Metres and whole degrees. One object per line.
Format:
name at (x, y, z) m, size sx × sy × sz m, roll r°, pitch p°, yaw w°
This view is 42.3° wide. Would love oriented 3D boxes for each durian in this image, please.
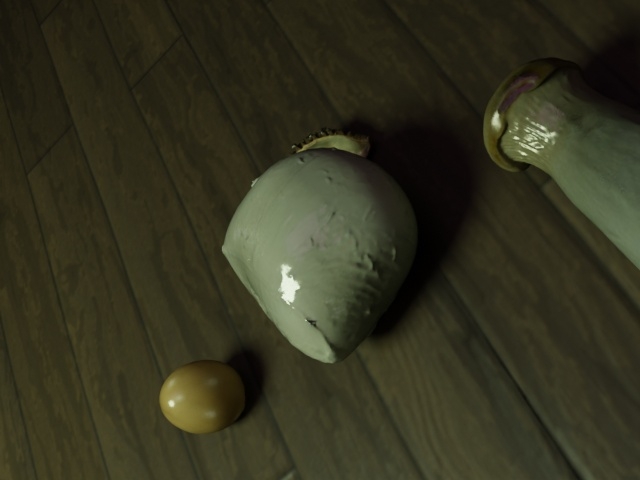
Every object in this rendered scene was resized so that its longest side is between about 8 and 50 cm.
durian at (-0.002, -0.084, 0.929) m, size 0.130 × 0.052 × 0.066 m, roll -43°, pitch 53°, yaw 15°

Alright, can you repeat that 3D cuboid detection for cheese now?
cheese at (0.000, 0.000, 0.825) m, size 0.189 × 0.154 × 0.198 m, roll -49°, pitch 49°, yaw 4°

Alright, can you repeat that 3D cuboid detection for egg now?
egg at (-0.130, 0.168, 0.893) m, size 0.080 × 0.096 × 0.080 m, roll -15°, pitch 71°, yaw 48°

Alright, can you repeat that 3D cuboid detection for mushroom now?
mushroom at (0.279, -0.049, 0.668) m, size 0.159 × 0.122 × 0.328 m, roll -28°, pitch 47°, yaw -21°
